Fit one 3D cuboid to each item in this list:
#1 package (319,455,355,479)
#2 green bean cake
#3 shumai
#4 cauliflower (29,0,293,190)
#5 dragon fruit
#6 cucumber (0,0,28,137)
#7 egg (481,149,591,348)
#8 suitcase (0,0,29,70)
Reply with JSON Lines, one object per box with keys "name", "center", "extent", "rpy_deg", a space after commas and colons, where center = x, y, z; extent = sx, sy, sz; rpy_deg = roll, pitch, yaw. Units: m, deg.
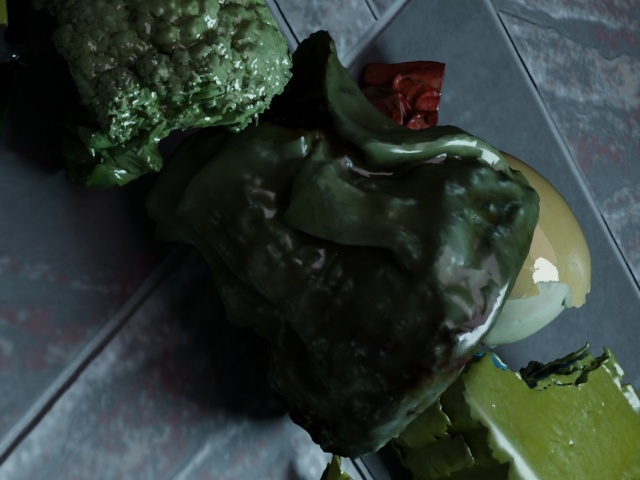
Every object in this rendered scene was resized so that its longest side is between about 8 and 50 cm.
{"name": "package", "center": [0.024, 0.344, 1.825], "extent": [0.168, 0.090, 0.226], "rpy_deg": [44, 52, -31]}
{"name": "green bean cake", "center": [0.221, 0.225, 2.030], "extent": [0.310, 0.202, 0.285], "rpy_deg": [-36, 97, -49]}
{"name": "shumai", "center": [0.000, 0.000, 1.753], "extent": [0.348, 0.395, 0.395], "rpy_deg": [33, 53, -13]}
{"name": "cauliflower", "center": [-0.162, -0.152, 1.632], "extent": [0.275, 0.272, 0.250], "rpy_deg": [0, 121, -53]}
{"name": "dragon fruit", "center": [0.079, -0.115, 2.058], "extent": [0.092, 0.122, 0.192], "rpy_deg": [12, 69, -6]}
{"name": "cucumber", "center": [-0.307, -0.129, 1.590], "extent": [0.056, 0.056, 0.284], "rpy_deg": [36, 56, -39]}
{"name": "egg", "center": [0.203, 0.006, 2.049], "extent": [0.201, 0.201, 0.244], "rpy_deg": [-34, 103, -49]}
{"name": "suitcase", "center": [-0.371, -0.224, 1.467], "extent": [0.235, 0.143, 0.193], "rpy_deg": [2, 80, -51]}
